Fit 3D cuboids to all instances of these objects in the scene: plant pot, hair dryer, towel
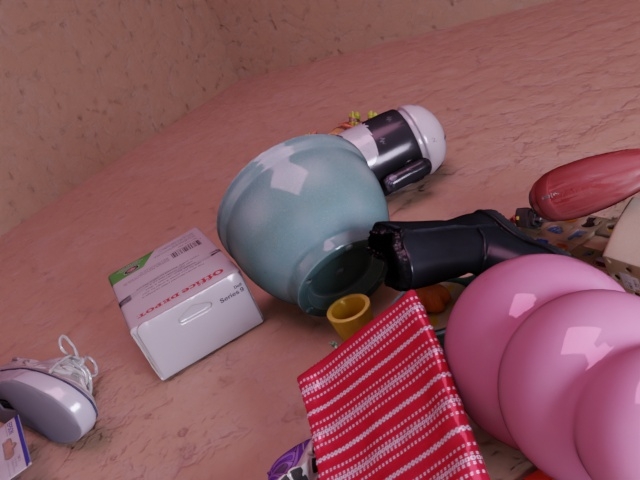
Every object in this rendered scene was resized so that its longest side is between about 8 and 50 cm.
[{"bbox_3d":[0.000,0.000,1.006,0.293,0.293,0.196,-27,53,-10],"label":"plant pot"},{"bbox_3d":[0.411,-0.092,0.885,0.223,0.080,0.293,-24,-2,2],"label":"hair dryer"},{"bbox_3d":[0.432,0.024,0.776,0.096,0.109,0.109,-42,30,-13],"label":"plant pot"},{"bbox_3d":[0.062,0.205,0.624,0.199,0.031,0.275,-41,38,24],"label":"towel"}]

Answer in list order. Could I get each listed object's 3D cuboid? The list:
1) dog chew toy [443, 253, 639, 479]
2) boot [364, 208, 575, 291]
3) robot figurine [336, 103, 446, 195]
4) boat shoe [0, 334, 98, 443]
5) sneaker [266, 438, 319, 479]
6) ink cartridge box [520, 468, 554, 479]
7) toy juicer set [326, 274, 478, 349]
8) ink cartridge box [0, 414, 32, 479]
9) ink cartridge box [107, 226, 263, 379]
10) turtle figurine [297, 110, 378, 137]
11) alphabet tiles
[{"bbox_3d":[0.244,0.127,0.551,0.206,0.207,0.332,-25,10,-4],"label":"dog chew toy"},{"bbox_3d":[0.194,0.042,0.781,0.207,0.094,0.246,-9,34,-23],"label":"boot"},{"bbox_3d":[0.140,-0.185,1.329,0.278,0.209,0.173,-25,-16,-4],"label":"robot figurine"},{"bbox_3d":[-0.459,0.245,1.050,0.367,0.136,0.156,-11,23,43],"label":"boat shoe"},{"bbox_3d":[-0.037,0.285,0.685,0.071,0.068,0.170,-26,1,26],"label":"sneaker"},{"bbox_3d":[0.249,0.262,0.512,0.275,0.060,0.239,-28,27,-10],"label":"ink cartridge box"},{"bbox_3d":[0.159,0.117,0.823,0.329,0.089,0.209,-15,27,16],"label":"toy juicer set"},{"bbox_3d":[-0.569,0.410,0.878,0.332,0.065,0.165,-35,28,-20],"label":"ink cartridge box"},{"bbox_3d":[-0.263,0.107,1.143,0.211,0.122,0.289,-30,27,-15],"label":"ink cartridge box"},{"bbox_3d":[0.071,-0.299,1.692,0.269,0.087,0.217,-6,22,48],"label":"turtle figurine"},{"bbox_3d":[0.363,0.010,0.957,0.198,0.009,0.237,-33,27,-20],"label":"alphabet tiles"}]
